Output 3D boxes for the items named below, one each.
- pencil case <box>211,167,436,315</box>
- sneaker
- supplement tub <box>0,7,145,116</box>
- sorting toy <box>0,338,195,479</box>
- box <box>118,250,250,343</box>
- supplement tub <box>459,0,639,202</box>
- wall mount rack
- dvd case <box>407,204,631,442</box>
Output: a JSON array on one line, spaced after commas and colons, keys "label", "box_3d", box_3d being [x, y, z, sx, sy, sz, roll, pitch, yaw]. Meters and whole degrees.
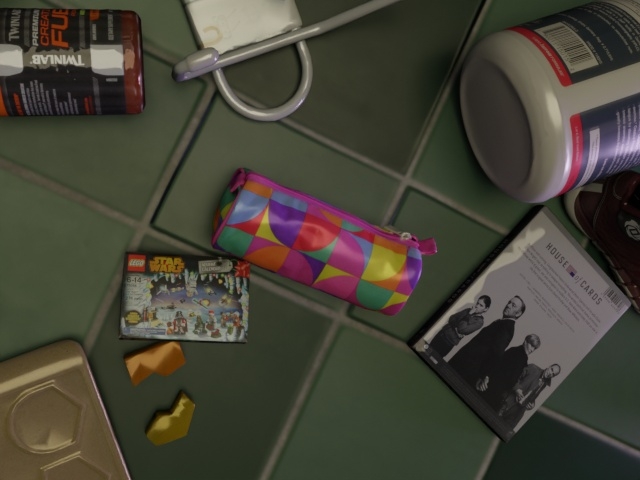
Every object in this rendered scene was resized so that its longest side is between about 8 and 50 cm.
[{"label": "pencil case", "box_3d": [0.000, 0.000, 0.825, 0.236, 0.104, 0.104, 19, 89, -15]}, {"label": "sneaker", "box_3d": [0.419, 0.023, 0.892, 0.281, 0.162, 0.106, 42, 84, -13]}, {"label": "supplement tub", "box_3d": [-0.275, -0.174, 0.741, 0.197, 0.106, 0.106, -4, 95, -14]}, {"label": "sorting toy", "box_3d": [-0.279, 0.226, 0.808, 0.307, 0.041, 0.229, -20, 101, -17]}, {"label": "box", "box_3d": [-0.146, 0.063, 0.818, 0.137, 0.027, 0.094, 3, 77, -14]}, {"label": "supplement tub", "box_3d": [0.312, -0.168, 0.838, 0.272, 0.191, 0.191, -19, 98, -11]}, {"label": "wall mount rack", "box_3d": [-0.045, -0.313, 0.774, 0.304, 0.130, 0.350, -22, 100, -11]}, {"label": "dvd case", "box_3d": [0.248, 0.102, 0.926, 0.239, 0.029, 0.179, -46, 102, -7]}]
